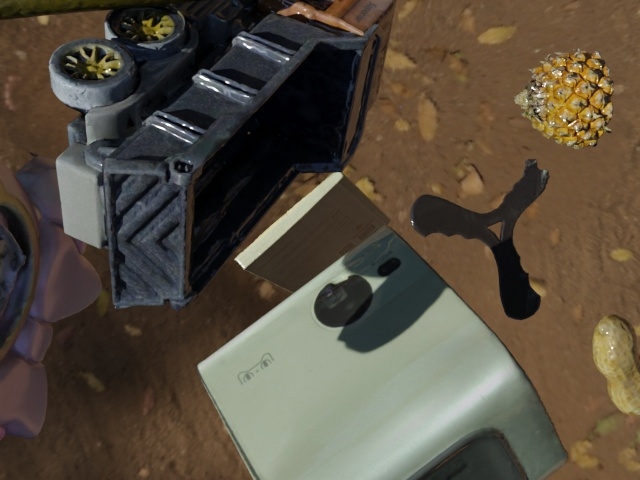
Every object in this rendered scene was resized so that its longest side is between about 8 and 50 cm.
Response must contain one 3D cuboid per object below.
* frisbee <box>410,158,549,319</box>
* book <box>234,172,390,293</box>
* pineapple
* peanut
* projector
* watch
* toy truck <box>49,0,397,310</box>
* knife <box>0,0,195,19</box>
[{"bbox_3d":[0.227,-0.021,1.155,0.211,0.012,0.187,46,72,-12],"label":"frisbee"},{"bbox_3d":[0.000,0.000,1.515,0.215,0.283,0.025,-42,67,4],"label":"book"},{"bbox_3d":[0.378,-0.227,1.526,0.137,0.176,0.161,-4,109,-11],"label":"pineapple"},{"bbox_3d":[0.514,0.209,1.585,0.089,0.089,0.192,-24,112,8],"label":"peanut"},{"bbox_3d":[0.060,0.174,0.934,0.249,0.248,0.248,-37,134,-3],"label":"projector"},{"bbox_3d":[-0.285,0.004,0.581,0.218,0.248,0.210,17,72,15],"label":"watch"},{"bbox_3d":[-0.037,-0.060,0.401,0.092,0.192,0.083,25,138,14],"label":"toy truck"},{"bbox_3d":[-0.169,-0.092,0.307,0.343,0.027,0.061,-15,112,-26],"label":"knife"}]
